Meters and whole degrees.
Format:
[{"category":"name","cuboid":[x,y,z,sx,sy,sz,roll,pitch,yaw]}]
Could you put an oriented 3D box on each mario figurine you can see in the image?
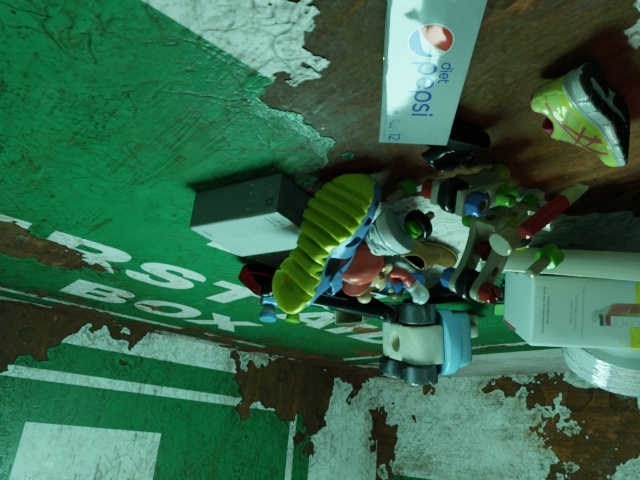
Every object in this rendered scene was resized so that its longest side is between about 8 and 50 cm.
[{"category":"mario figurine","cuboid":[0.154,0.125,1.325,0.198,0.170,0.320,-39,144,25]}]

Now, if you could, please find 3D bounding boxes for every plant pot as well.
[{"category":"plant pot","cuboid":[0.117,0.226,1.692,0.109,0.109,0.096,-11,165,34]}]

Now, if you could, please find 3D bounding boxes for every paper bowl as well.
[{"category":"paper bowl","cuboid":[0.831,0.283,1.387,0.283,0.148,0.284,-1,-158,1]}]

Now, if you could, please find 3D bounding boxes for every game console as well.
[{"category":"game console","cuboid":[-0.024,0.147,1.400,0.386,0.060,0.342,13,-176,-18]}]

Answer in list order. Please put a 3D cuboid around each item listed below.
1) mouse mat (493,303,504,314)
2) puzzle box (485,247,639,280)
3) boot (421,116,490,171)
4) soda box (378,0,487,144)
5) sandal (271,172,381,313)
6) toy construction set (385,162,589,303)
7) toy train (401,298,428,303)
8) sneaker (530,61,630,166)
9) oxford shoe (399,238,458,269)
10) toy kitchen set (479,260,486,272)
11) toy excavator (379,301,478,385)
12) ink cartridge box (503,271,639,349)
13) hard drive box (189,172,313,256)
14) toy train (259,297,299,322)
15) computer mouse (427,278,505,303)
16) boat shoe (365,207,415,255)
[{"category":"mouse mat","cuboid":[0.687,0.236,1.712,0.189,0.007,0.153,-1,157,17]},{"category":"puzzle box","cuboid":[0.573,0.048,0.993,0.408,0.052,0.272,3,179,41]},{"category":"boot","cuboid":[0.200,-0.154,0.811,0.121,0.045,0.099,14,160,-22]},{"category":"soda box","cuboid":[0.122,-0.226,0.581,0.097,0.091,0.286,4,158,7]},{"category":"sandal","cuboid":[0.024,0.005,1.005,0.138,0.126,0.318,4,127,-50]},{"category":"toy construction set","cuboid":[0.325,-0.048,0.868,0.237,0.258,0.308,-34,-170,-20]},{"category":"toy train","cuboid":[0.340,0.202,1.679,0.158,0.027,0.036,-14,140,40]},{"category":"sneaker","cuboid":[0.368,-0.167,0.708,0.208,0.082,0.094,31,154,-36]},{"category":"oxford shoe","cuboid":[0.261,0.042,1.237,0.212,0.076,0.076,19,153,-34]},{"category":"toy kitchen set","cuboid":[0.468,0.093,1.322,0.075,0.068,0.083,-14,152,38]},{"category":"toy excavator","cuboid":[0.388,0.301,1.586,0.444,0.223,0.433,1,175,-17]},{"category":"ink cartridge box","cuboid":[0.666,0.155,1.202,0.383,0.161,0.279,2,-179,8]},{"category":"hard drive box","cuboid":[-0.132,-0.046,1.083,0.232,0.089,0.181,-9,154,29]},{"category":"toy train","cuboid":[-0.075,0.200,1.604,0.247,0.144,0.105,12,157,-17]},{"category":"computer mouse","cuboid":[0.445,0.148,1.491,0.261,0.060,0.184,-12,157,23]},{"category":"boat shoe","cuboid":[0.134,-0.003,1.016,0.084,0.095,0.258,-28,170,15]}]
